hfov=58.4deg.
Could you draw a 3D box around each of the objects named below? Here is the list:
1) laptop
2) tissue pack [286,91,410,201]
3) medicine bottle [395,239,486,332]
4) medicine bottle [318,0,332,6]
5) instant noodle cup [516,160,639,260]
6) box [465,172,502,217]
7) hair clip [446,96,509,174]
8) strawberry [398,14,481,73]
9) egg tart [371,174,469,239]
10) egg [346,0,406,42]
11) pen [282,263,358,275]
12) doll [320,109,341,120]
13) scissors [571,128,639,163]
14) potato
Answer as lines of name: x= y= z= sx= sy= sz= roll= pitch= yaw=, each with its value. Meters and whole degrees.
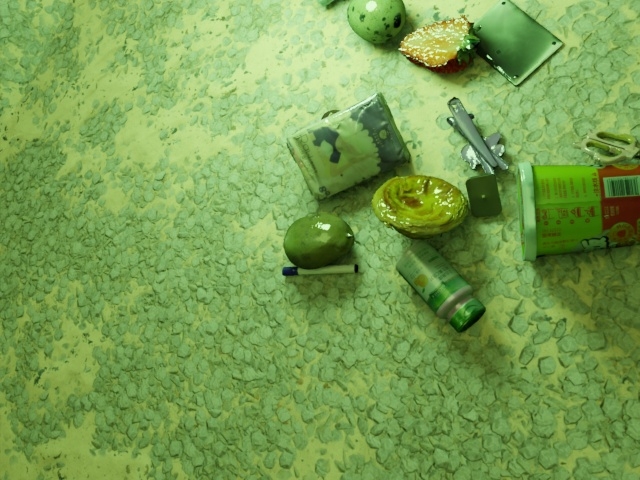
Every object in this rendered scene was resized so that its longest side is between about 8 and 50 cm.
laptop: x=0.598 y=-0.631 z=1.805 sx=0.187 sy=0.015 sz=0.269 roll=-42 pitch=65 yaw=10
tissue pack: x=0.088 y=-0.298 z=1.852 sx=0.343 sy=0.125 sz=0.243 roll=-22 pitch=106 yaw=20
medicine bottle: x=0.352 y=0.135 z=1.673 sx=0.133 sy=0.133 sz=0.274 roll=-45 pitch=65 yaw=9
medicine bottle: x=0.112 y=-0.979 z=2.031 sx=0.318 sy=0.158 sz=0.158 roll=-22 pitch=70 yaw=18
instant noodle cup: x=0.687 y=-0.082 z=1.508 sx=0.307 sy=0.294 sz=0.294 roll=-3 pitch=77 yaw=17
box: x=0.485 y=-0.135 z=1.699 sx=0.090 sy=0.031 sz=0.126 roll=-11 pitch=109 yaw=23
hair clip: x=0.479 y=-0.313 z=1.753 sx=0.137 sy=0.090 sz=0.279 roll=-28 pitch=76 yaw=2
strawberry: x=0.401 y=-0.618 z=1.849 sx=0.286 sy=0.106 sz=0.188 roll=13 pitch=79 yaw=39
egg tart: x=0.297 y=-0.089 z=1.722 sx=0.294 sy=0.116 sz=0.295 roll=1 pitch=42 yaw=-1
egg: x=0.184 y=-0.764 z=1.939 sx=0.228 sy=0.177 sz=0.177 roll=30 pitch=92 yaw=43
pen: x=-0.004 y=0.098 z=1.900 sx=0.268 sy=0.033 sz=0.033 roll=-3 pitch=77 yaw=24
doll: x=0.036 y=-0.359 z=1.959 sx=0.188 sy=0.096 sz=0.145 roll=-51 pitch=57 yaw=18
scissors: x=0.846 y=-0.231 z=1.534 sx=0.160 sy=0.024 sz=0.317 roll=-35 pitch=46 yaw=-26
potato: x=0.000 y=0.000 z=1.856 sx=0.251 sy=0.159 sz=0.175 roll=-11 pitch=94 yaw=32
